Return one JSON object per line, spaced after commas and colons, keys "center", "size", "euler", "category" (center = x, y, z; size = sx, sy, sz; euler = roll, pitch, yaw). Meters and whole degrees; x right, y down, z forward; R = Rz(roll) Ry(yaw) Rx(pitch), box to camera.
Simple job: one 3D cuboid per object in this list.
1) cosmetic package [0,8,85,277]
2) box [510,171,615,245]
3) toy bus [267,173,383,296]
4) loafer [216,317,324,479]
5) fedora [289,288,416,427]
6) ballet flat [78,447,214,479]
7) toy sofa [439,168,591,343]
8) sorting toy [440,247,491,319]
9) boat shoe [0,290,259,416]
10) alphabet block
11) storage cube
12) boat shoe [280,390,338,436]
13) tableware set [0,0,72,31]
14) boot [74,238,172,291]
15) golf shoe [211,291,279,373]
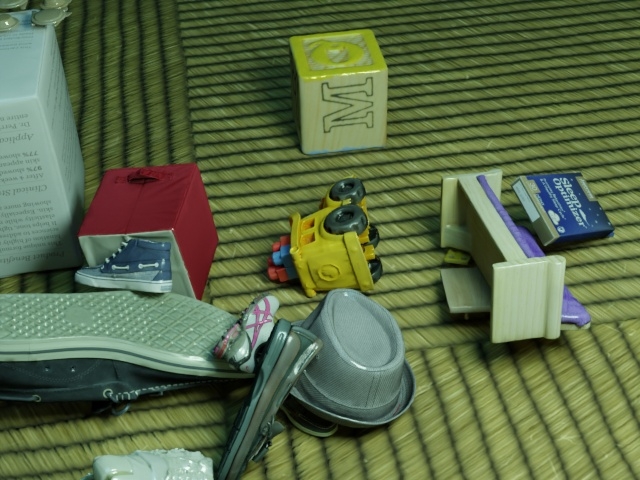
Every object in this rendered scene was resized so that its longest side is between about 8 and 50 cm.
{"center": [-0.642, -0.174, 1.912], "size": [0.329, 0.394, 0.327], "euler": [-7, 41, -6], "category": "cosmetic package"}
{"center": [0.469, -0.064, 1.911], "size": [0.225, 0.036, 0.136], "euler": [-6, 61, -41], "category": "box"}
{"center": [0.000, 0.000, 1.891], "size": [0.211, 0.150, 0.220], "euler": [-13, 36, 11], "category": "toy bus"}
{"center": [-0.076, 0.255, 1.530], "size": [0.084, 0.268, 0.096], "euler": [22, -3, -7], "category": "loafer"}
{"center": [0.047, 0.170, 1.641], "size": [0.243, 0.124, 0.275], "euler": [5, 34, -17], "category": "fedora"}
{"center": [-0.334, 0.383, 1.429], "size": [0.408, 0.147, 0.147], "euler": [-23, 44, -22], "category": "ballet flat"}
{"center": [0.331, 0.015, 1.748], "size": [0.177, 0.150, 0.363], "euler": [-6, 29, -5], "category": "toy sofa"}
{"center": [0.285, 0.096, 1.808], "size": [0.132, 0.046, 0.275], "euler": [-2, 29, 0], "category": "sorting toy"}
{"center": [-0.336, 0.189, 1.660], "size": [0.499, 0.156, 0.187], "euler": [3, 32, -18], "category": "boat shoe"}
{"center": [0.037, -0.326, 2.217], "size": [0.193, 0.197, 0.192], "euler": [-8, 41, -7], "category": "alphabet block"}
{"center": [-0.308, -0.006, 1.837], "size": [0.183, 0.215, 0.193], "euler": [-3, 40, 11], "category": "storage cube"}
{"center": [-0.034, 0.260, 1.632], "size": [0.152, 0.049, 0.056], "euler": [29, 47, 31], "category": "boat shoe"}
{"center": [-0.542, -0.427, 1.885], "size": [0.168, 0.020, 0.141], "euler": [-1, 38, 3], "category": "tableware set"}
{"center": [-0.332, 0.037, 1.717], "size": [0.189, 0.086, 0.069], "euler": [4, 3, 22], "category": "boot"}
{"center": [-0.104, 0.154, 1.650], "size": [0.086, 0.067, 0.186], "euler": [34, 35, 3], "category": "golf shoe"}
